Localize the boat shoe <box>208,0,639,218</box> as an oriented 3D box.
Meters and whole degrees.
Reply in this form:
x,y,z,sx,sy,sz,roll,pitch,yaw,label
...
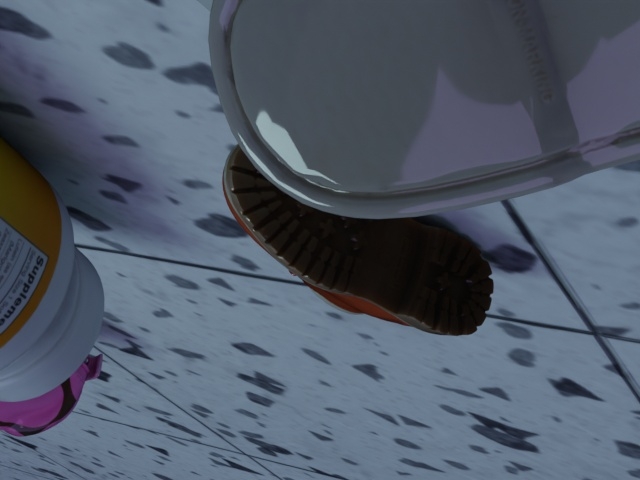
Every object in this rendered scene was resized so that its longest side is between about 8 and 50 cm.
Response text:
x,y,z,sx,sy,sz,roll,pitch,yaw,label
0.130,-0.067,0.320,0.335,0.095,0.112,-1,116,32,boat shoe

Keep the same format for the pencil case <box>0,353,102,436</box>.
x,y,z,sx,sy,sz,roll,pitch,yaw,label
-0.250,0.058,1.038,0.098,0.095,0.209,-12,146,25,pencil case

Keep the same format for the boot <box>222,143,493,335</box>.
x,y,z,sx,sy,sz,roll,pitch,yaw,label
0.000,0.000,0.675,0.158,0.059,0.084,34,162,-38,boot

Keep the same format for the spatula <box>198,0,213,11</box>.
x,y,z,sx,sy,sz,roll,pitch,yaw,label
-0.015,-0.126,0.399,0.168,0.019,0.242,10,159,31,spatula

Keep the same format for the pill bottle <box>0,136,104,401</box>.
x,y,z,sx,sy,sz,roll,pitch,yaw,label
-0.213,-0.005,0.753,0.136,0.136,0.246,10,159,27,pill bottle
